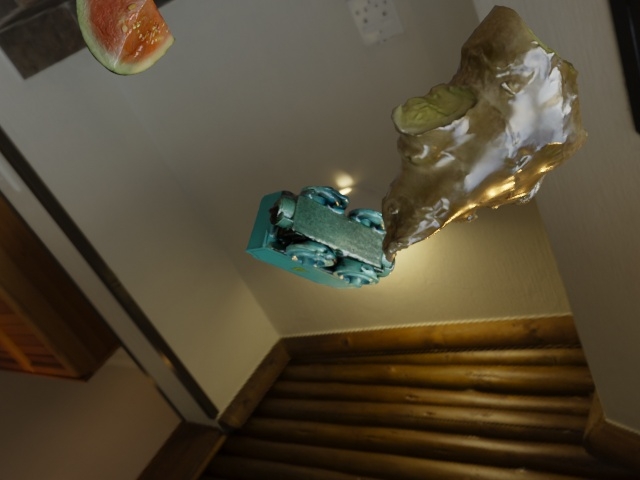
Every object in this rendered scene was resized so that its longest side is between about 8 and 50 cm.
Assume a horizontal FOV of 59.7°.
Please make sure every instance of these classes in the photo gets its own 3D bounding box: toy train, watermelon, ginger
[{"bbox_3d":[0.000,0.000,0.748,0.154,0.198,0.107,-10,-119,54],"label":"toy train"},{"bbox_3d":[-0.236,-0.274,0.664,0.094,0.135,0.125,-16,-155,43],"label":"watermelon"},{"bbox_3d":[0.159,-0.091,0.600,0.270,0.219,0.123,-47,-140,18],"label":"ginger"}]
